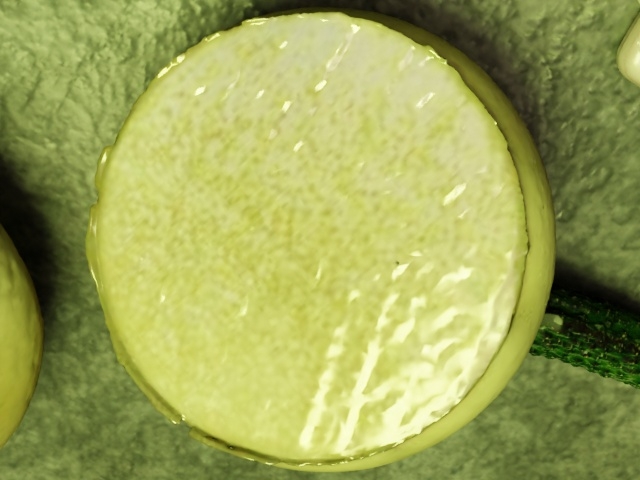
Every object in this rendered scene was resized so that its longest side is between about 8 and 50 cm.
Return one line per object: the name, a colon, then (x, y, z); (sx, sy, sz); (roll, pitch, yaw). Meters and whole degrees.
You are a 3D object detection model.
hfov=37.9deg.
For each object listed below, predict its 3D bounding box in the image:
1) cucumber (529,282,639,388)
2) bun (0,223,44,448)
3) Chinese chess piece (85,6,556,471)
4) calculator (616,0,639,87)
cucumber: (0.177, 0.063, 0.644); (0.187, 0.058, 0.058); (18, 117, -28)
bun: (-0.324, 0.031, 0.594); (0.299, 0.164, 0.298); (1, 125, 2)
Chinese chess piece: (0.000, 0.000, 0.549); (0.270, 0.112, 0.269); (1, 93, 17)
calculator: (0.270, -0.113, 0.589); (0.175, 0.032, 0.100); (30, 113, -14)
